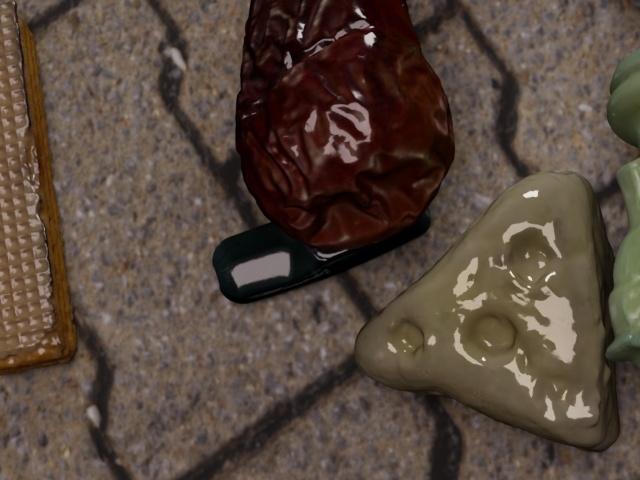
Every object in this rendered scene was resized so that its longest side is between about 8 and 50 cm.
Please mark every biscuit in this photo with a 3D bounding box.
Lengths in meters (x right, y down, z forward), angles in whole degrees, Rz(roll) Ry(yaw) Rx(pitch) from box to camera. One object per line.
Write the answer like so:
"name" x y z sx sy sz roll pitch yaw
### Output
"biscuit" -0.321 -0.053 1.684 0.094 0.054 0.379 -13 77 10

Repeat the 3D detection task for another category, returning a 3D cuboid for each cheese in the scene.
"cheese" 0.165 0.049 1.508 0.251 0.173 0.248 10 82 18

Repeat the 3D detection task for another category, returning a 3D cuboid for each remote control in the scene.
"remote control" 0.000 0.000 1.614 0.222 0.042 0.072 -20 73 7

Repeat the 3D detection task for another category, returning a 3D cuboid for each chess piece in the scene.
"chess piece" 0.337 -0.016 1.439 0.176 0.176 0.298 1 71 12

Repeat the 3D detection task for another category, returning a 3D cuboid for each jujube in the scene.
"jujube" 0.013 -0.156 1.551 0.216 0.216 0.342 -17 57 8
